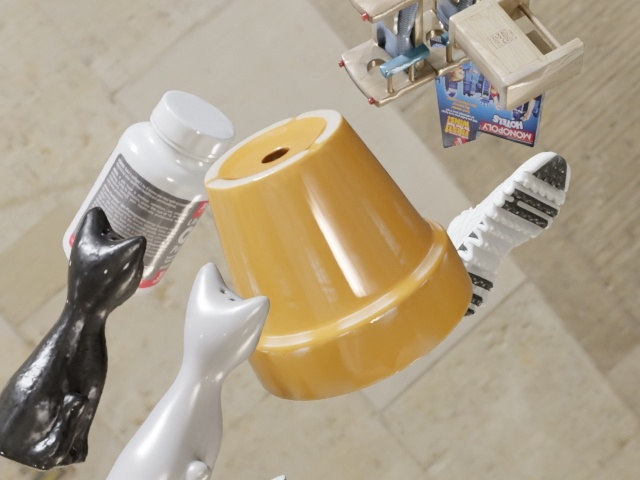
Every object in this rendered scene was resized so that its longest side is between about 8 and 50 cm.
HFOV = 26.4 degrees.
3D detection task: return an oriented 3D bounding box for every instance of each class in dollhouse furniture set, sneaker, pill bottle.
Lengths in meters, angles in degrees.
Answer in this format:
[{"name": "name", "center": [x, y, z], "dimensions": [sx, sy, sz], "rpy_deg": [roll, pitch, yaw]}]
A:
[{"name": "dollhouse furniture set", "center": [0.110, -0.156, 1.147], "dimensions": [0.183, 0.129, 0.129], "rpy_deg": [55, 167, 29]}, {"name": "sneaker", "center": [0.259, -0.026, 2.066], "dimensions": [0.110, 0.292, 0.118], "rpy_deg": [31, -164, -31]}, {"name": "pill bottle", "center": [-0.270, -0.078, 2.196], "dimensions": [0.176, 0.318, 0.176], "rpy_deg": [28, -155, -14]}]

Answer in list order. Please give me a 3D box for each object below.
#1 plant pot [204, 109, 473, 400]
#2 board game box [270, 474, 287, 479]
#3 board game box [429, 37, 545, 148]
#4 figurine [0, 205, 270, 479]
[{"name": "plant pot", "center": [0.000, 0.000, 1.154], "dimensions": [0.188, 0.205, 0.205], "rpy_deg": [64, 167, -21]}, {"name": "board game box", "center": [-0.142, 0.430, 1.692], "dimensions": [0.303, 0.224, 0.097], "rpy_deg": [-77, -34, -72]}, {"name": "board game box", "center": [0.256, -0.222, 2.102], "dimensions": [0.194, 0.060, 0.194], "rpy_deg": [20, 128, 22]}, {"name": "figurine", "center": [-0.144, 0.101, 1.067], "dimensions": [0.215, 0.209, 0.092], "rpy_deg": [23, -175, 32]}]
